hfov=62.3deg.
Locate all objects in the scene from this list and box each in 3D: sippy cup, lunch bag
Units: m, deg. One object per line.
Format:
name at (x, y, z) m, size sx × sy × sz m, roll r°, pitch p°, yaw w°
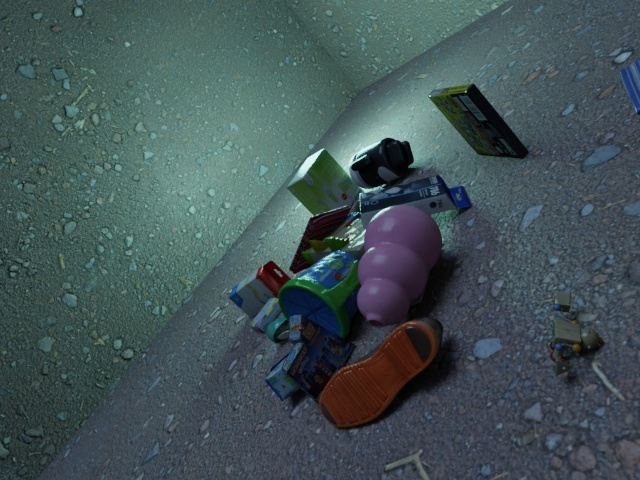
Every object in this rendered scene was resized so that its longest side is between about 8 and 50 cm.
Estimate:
sippy cup at (0.030, 0.155, 1.582) m, size 0.305 × 0.240 × 0.224 m, roll 6°, pitch 39°, yaw 38°
lunch bag at (-0.075, 0.370, 1.513) m, size 0.129 × 0.096 × 0.151 m, roll -42°, pitch -10°, yaw 7°

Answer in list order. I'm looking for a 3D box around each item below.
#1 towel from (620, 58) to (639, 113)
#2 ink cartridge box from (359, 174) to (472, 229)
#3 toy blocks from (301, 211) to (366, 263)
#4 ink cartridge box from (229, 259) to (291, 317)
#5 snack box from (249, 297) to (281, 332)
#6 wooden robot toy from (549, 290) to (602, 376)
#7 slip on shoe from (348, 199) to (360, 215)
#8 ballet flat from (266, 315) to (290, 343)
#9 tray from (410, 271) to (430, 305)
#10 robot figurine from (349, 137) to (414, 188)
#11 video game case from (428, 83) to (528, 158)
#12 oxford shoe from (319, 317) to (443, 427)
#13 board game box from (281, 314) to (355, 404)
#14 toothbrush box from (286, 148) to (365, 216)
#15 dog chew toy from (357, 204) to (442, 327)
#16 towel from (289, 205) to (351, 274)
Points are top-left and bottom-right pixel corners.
towel at (0.922, -0.457, 1.290) m, size 0.336 × 0.040 × 0.243 m, roll -33°, pitch 23°, yaw 37°
ink cartridge box at (0.288, -0.128, 1.648) m, size 0.333 × 0.065 × 0.165 m, roll -12°, pitch 26°, yaw 9°
toy blocks at (0.144, -0.005, 1.767) m, size 0.261 × 0.190 × 0.381 m, roll -42°, pitch 19°, yaw -27°
ink cartridge box at (-0.244, 0.198, 2.165) m, size 0.231 × 0.134 × 0.078 m, roll -37°, pitch 19°, yaw 23°
snack box at (-0.205, 0.287, 2.047) m, size 0.141 × 0.037 × 0.100 m, roll -52°, pitch 19°, yaw -22°
wooden robot toy at (0.447, 0.169, 0.926) m, size 0.079 × 0.076 × 0.173 m, roll 5°, pitch 41°, yaw 19°
slip on shoe at (0.139, -0.106, 2.142) m, size 0.135 × 0.051 × 0.041 m, roll -50°, pitch 14°, yaw -8°
ballet flat at (-0.077, 0.264, 1.791) m, size 0.247 × 0.083 × 0.087 m, roll -41°, pitch 43°, yaw 10°
tray at (0.261, 0.098, 1.484) m, size 0.145 × 0.030 × 0.270 m, roll -26°, pitch 26°, yaw 41°
robot figurine at (0.244, -0.319, 2.173) m, size 0.278 × 0.209 × 0.173 m, roll -21°, pitch 41°, yaw 44°
video game case at (0.478, -0.363, 1.626) m, size 0.035 × 0.275 × 0.248 m, roll -48°, pitch 19°, yaw -1°
oxford shoe at (0.144, 0.305, 1.208) m, size 0.364 × 0.130 × 0.133 m, roll -43°, pitch -15°, yaw 26°
board game box at (-0.026, 0.298, 1.400) m, size 0.060 × 0.194 × 0.194 m, roll -20°, pitch 30°, yaw 51°
toothbrush box at (0.031, -0.206, 2.218) m, size 0.122 × 0.283 × 0.206 m, roll -20°, pitch 30°, yaw 50°
dog chew toy at (0.188, 0.070, 1.356) m, size 0.207 × 0.207 × 0.331 m, roll -21°, pitch 37°, yaw 50°
towel at (0.000, 0.000, 1.932) m, size 0.199 × 0.031 × 0.275 m, roll -20°, pitch -35°, yaw -40°
